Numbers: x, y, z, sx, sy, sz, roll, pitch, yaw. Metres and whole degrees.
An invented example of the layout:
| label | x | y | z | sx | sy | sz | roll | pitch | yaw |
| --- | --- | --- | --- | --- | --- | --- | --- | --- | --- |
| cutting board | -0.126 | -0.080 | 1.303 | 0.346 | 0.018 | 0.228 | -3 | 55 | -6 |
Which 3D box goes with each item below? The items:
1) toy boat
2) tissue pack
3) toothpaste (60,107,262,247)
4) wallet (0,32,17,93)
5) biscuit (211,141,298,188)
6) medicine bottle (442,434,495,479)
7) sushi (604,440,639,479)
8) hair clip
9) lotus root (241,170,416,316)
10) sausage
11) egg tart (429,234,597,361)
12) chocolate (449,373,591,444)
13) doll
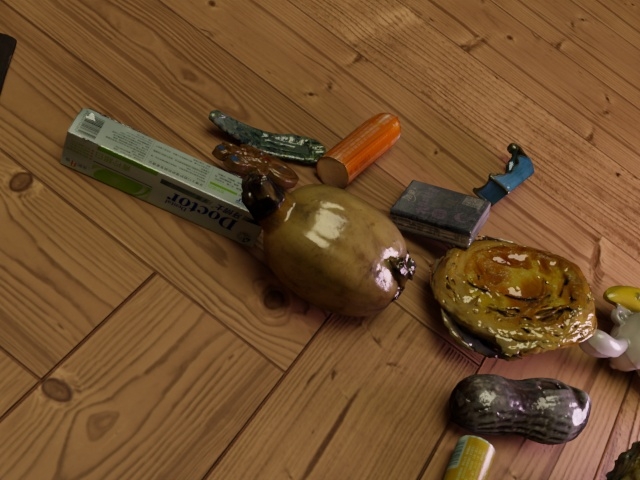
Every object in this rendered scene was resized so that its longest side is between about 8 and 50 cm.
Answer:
| label | x | y | z | sx | sy | sz | roll | pitch | yaw |
| --- | --- | --- | --- | --- | --- | --- | --- | --- | --- |
| toy boat | 0.367 | -0.138 | 1.735 | 0.077 | 0.075 | 0.185 | 51 | 47 | 5 |
| tissue pack | 0.214 | -0.050 | 1.571 | 0.156 | 0.051 | 0.112 | 18 | 42 | 21 |
| toothpaste | -0.239 | -0.099 | 1.393 | 0.336 | 0.081 | 0.067 | 24 | 48 | -8 |
| wallet | -0.549 | -0.288 | 1.425 | 0.082 | 0.018 | 0.157 | 13 | 50 | -19 |
| biscuit | -0.104 | -0.130 | 1.471 | 0.124 | 0.026 | 0.175 | 38 | 18 | 29 |
| medicine bottle | 0.194 | 0.380 | 1.251 | 0.074 | 0.074 | 0.218 | 33 | 46 | 0 |
| sushi | 0.469 | 0.429 | 1.281 | 0.139 | 0.184 | 0.274 | 31 | 51 | 4 |
| hair clip | -0.096 | -0.183 | 1.562 | 0.229 | 0.036 | 0.066 | 16 | 53 | -24 |
| lotus root | 0.000 | 0.000 | 1.352 | 0.310 | 0.182 | 0.183 | 32 | 44 | -27 |
| sausage | 0.083 | -0.177 | 1.626 | 0.071 | 0.071 | 0.234 | 41 | 47 | 7 |
| egg tart | 0.320 | 0.111 | 1.496 | 0.297 | 0.132 | 0.297 | 8 | 41 | -7 |
| chocolate | 0.313 | 0.265 | 1.380 | 0.248 | 0.110 | 0.110 | 11 | 51 | -15 |
| doll | 0.579 | 0.188 | 1.572 | 0.237 | 0.111 | 0.252 | 50 | 46 | -5 |
